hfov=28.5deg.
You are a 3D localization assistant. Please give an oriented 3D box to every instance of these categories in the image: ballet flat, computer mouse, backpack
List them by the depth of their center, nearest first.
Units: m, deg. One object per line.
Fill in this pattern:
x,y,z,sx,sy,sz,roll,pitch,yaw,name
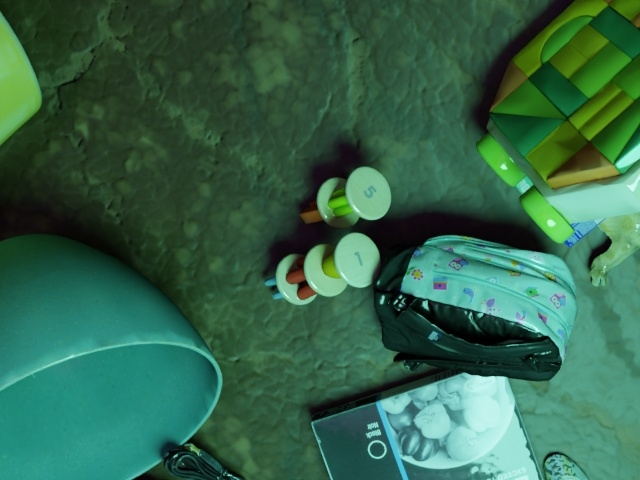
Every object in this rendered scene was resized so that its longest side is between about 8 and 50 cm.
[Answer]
0.151,0.065,1.199,0.182,0.152,0.115,10,66,17,backpack
0.261,0.269,1.267,0.041,0.041,0.114,-27,93,10,ballet flat
-0.175,0.289,1.308,0.193,0.042,0.106,-37,127,14,computer mouse

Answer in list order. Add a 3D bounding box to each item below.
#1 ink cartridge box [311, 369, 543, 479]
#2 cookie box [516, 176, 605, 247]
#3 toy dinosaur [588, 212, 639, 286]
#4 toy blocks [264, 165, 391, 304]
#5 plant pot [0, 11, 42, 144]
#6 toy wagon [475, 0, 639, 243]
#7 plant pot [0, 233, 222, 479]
0.119,0.245,1.280,0.206,0.045,0.208,-20,95,9,ink cartridge box
0.249,-0.063,1.209,0.107,0.040,0.092,-41,62,10,cookie box
0.313,-0.034,1.216,0.092,0.053,0.183,15,99,7,toy dinosaur
0.000,0.000,1.242,0.054,0.148,0.123,23,66,-30,toy blocks
-0.408,-0.134,1.195,0.239,0.254,0.254,-35,92,-20,plant pot
0.275,-0.116,1.076,0.267,0.344,0.068,-43,118,11,toy wagon
-0.266,0.110,1.221,0.290,0.290,0.195,-35,59,10,plant pot
